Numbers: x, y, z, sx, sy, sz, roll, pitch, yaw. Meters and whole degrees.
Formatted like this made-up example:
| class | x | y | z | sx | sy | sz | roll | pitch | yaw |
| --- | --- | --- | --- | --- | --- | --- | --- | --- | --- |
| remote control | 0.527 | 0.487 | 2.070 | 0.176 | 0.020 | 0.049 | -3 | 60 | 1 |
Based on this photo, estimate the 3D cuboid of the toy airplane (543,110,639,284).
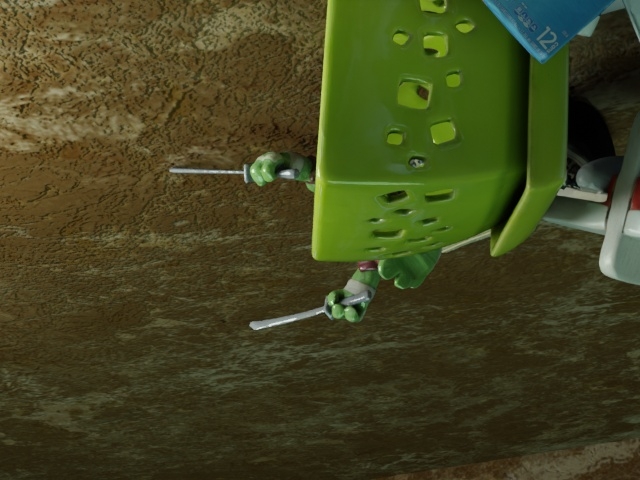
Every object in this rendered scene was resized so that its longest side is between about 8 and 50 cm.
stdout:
| class | x | y | z | sx | sy | sz | roll | pitch | yaw |
| --- | --- | --- | --- | --- | --- | --- | --- | --- | --- |
| toy airplane | 0.397 | -0.013 | 1.220 | 0.386 | 0.272 | 0.384 | 30 | 169 | 11 |

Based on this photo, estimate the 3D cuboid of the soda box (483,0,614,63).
| class | x | y | z | sx | sy | sz | roll | pitch | yaw |
| --- | --- | --- | --- | --- | --- | --- | --- | --- | --- |
| soda box | 0.105 | -0.223 | 0.894 | 0.071 | 0.067 | 0.210 | -41 | 110 | 11 |

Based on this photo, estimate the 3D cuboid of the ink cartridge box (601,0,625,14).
| class | x | y | z | sx | sy | sz | roll | pitch | yaw |
| --- | --- | --- | --- | --- | --- | --- | --- | --- | --- |
| ink cartridge box | 0.264 | -0.263 | 1.098 | 0.225 | 0.056 | 0.181 | -12 | 156 | 20 |

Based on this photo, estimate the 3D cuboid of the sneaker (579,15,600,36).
| class | x | y | z | sx | sy | sz | roll | pitch | yaw |
| --- | --- | --- | --- | --- | --- | --- | --- | --- | --- |
| sneaker | 0.077 | -0.265 | 0.980 | 0.321 | 0.127 | 0.126 | 19 | -167 | -10 |

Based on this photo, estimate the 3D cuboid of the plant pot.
| class | x | y | z | sx | sy | sz | roll | pitch | yaw |
| --- | --- | --- | --- | --- | --- | --- | --- | --- | --- |
| plant pot | 0.101 | -0.109 | 1.152 | 0.207 | 0.228 | 0.227 | 5 | 163 | 0 |

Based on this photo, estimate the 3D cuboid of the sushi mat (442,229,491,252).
| class | x | y | z | sx | sy | sz | roll | pitch | yaw |
| --- | --- | --- | --- | --- | --- | --- | --- | --- | --- |
| sushi mat | 0.160 | -0.020 | 1.590 | 0.151 | 0.019 | 0.316 | 4 | 169 | -21 |

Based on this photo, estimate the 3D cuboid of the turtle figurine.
| class | x | y | z | sx | sy | sz | roll | pitch | yaw |
| --- | --- | --- | --- | --- | --- | --- | --- | --- | --- |
| turtle figurine | 0.000 | 0.000 | 1.415 | 0.275 | 0.197 | 0.266 | -5 | -178 | -16 |

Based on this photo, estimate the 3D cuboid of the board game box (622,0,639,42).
| class | x | y | z | sx | sy | sz | roll | pitch | yaw |
| --- | --- | --- | --- | --- | --- | --- | --- | --- | --- |
| board game box | 0.345 | -0.297 | 0.829 | 0.390 | 0.050 | 0.390 | -27 | 140 | 12 |

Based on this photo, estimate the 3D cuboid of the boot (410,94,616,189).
| class | x | y | z | sx | sy | sz | roll | pitch | yaw |
| --- | --- | --- | --- | --- | --- | --- | --- | --- | --- |
| boot | 0.211 | -0.096 | 1.449 | 0.179 | 0.085 | 0.236 | -14 | 156 | 31 |
